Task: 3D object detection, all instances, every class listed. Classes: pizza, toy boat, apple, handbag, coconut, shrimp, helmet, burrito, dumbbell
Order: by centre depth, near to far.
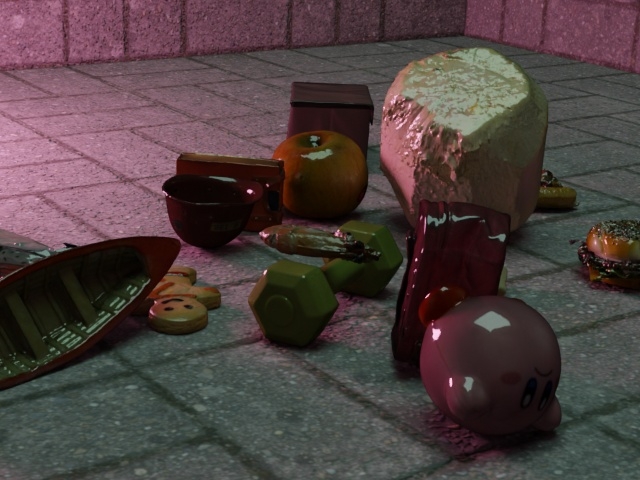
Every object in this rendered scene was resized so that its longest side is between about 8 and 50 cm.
[{"bbox_3d":[0.167,0.059,1.548,0.135,0.225,0.146,12,18,1],"label":"handbag"},{"bbox_3d":[-0.343,0.086,1.552,0.079,0.136,0.392,-20,8,46],"label":"toy boat"},{"bbox_3d":[0.000,0.000,1.650,0.184,0.043,0.091,13,18,30],"label":"shrimp"},{"bbox_3d":[0.013,0.057,1.719,0.108,0.121,0.302,39,29,13],"label":"dumbbell"},{"bbox_3d":[-0.474,0.031,1.734,0.445,0.101,0.139,11,1,22],"label":"burrito"},{"bbox_3d":[-0.182,-0.044,1.991,0.175,0.106,0.155,-17,32,-40],"label":"helmet"},{"bbox_3d":[-0.158,-0.084,2.087,0.190,0.127,0.063,4,20,7],"label":"handbag"},{"bbox_3d":[0.250,-0.153,2.094,0.297,0.309,0.297,-2,49,3],"label":"coconut"},{"bbox_3d":[-0.002,-0.117,2.173,0.182,0.155,0.182,-3,32,2],"label":"apple"},{"bbox_3d":[0.424,-0.115,2.341,0.154,0.069,0.194,0,20,-4],"label":"pizza"}]

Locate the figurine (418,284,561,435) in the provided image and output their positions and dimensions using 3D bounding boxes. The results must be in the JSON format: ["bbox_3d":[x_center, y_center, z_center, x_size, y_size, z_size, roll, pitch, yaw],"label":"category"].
[{"bbox_3d":[0.201,0.147,1.391,0.173,0.173,0.173,2,19,-1],"label":"figurine"}]

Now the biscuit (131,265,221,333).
[{"bbox_3d":[-0.225,0.082,1.739,0.153,0.030,0.234,-5,19,-16],"label":"biscuit"}]

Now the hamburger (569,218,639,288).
[{"bbox_3d":[0.509,0.018,1.921,0.189,0.093,0.164,3,18,-4],"label":"hamburger"}]

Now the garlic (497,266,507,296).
[{"bbox_3d":[0.267,0.063,1.846,0.053,0.041,0.083,16,27,-1],"label":"garlic"}]

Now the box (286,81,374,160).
[{"bbox_3d":[0.016,-0.250,2.566,0.188,0.153,0.252,3,18,-4],"label":"box"}]
